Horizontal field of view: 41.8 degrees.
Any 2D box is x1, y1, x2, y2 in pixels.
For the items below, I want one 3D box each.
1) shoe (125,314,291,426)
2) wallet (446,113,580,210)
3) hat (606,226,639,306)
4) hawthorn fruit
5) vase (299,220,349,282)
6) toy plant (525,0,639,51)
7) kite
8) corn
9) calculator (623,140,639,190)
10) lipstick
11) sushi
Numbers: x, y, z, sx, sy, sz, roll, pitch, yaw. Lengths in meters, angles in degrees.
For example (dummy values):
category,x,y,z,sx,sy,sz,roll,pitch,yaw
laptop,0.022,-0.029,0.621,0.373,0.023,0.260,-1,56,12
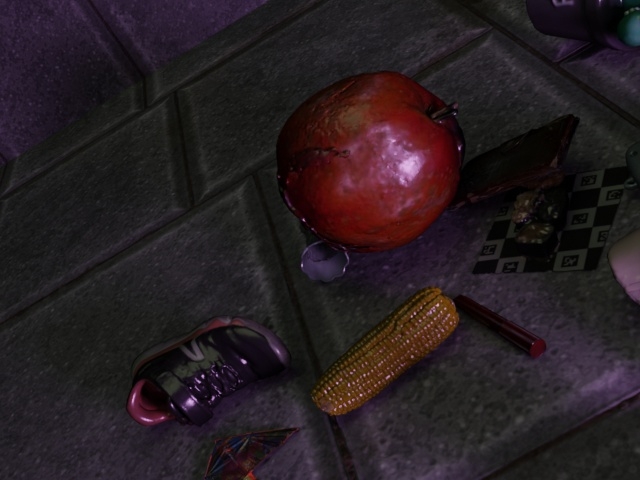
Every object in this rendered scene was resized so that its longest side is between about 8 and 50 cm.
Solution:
category,x,y,z,sx,sy,sz,roll,pitch,yaw
shoe,-0.184,0.206,1.263,0.291,0.114,0.137,-21,28,24
wallet,0.292,-0.120,1.298,0.232,0.031,0.122,-25,29,52
hat,0.464,-0.021,0.953,0.275,0.161,0.232,-23,28,22
hawthorn fruit,0.083,-0.123,1.327,0.316,0.316,0.316,-23,32,16
vase,0.000,0.000,1.425,0.081,0.081,0.149,-28,28,9
toy plant,0.529,-0.403,1.383,0.279,0.185,0.400,-24,25,-29
kite,-0.108,0.312,1.149,0.190,0.010,0.159,-43,34,-12
corn,0.088,0.153,1.133,0.231,0.080,0.080,-41,31,-3
calculator,0.531,-0.125,1.137,0.246,0.045,0.141,-25,32,13
lipstick,0.231,0.108,1.110,0.027,0.027,0.176,-39,30,-10
sushi,0.326,-0.047,1.212,0.192,0.050,0.215,-5,41,39
